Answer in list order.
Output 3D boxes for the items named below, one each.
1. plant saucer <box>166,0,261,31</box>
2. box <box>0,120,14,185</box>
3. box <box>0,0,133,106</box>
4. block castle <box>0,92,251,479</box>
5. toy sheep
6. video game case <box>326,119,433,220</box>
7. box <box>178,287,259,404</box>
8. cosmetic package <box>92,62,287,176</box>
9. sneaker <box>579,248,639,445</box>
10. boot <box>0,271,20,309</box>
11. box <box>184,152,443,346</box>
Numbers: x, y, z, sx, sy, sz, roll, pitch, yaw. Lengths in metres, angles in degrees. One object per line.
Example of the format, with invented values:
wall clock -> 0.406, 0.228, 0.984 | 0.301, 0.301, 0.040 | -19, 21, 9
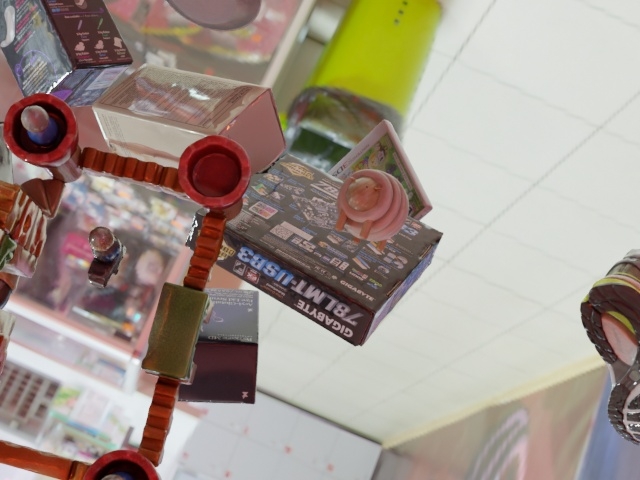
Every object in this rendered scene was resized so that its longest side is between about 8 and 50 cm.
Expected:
plant saucer -> -0.196, -0.426, 1.713 | 0.195, 0.195, 0.037 | 28, 143, -13
box -> -0.561, -0.090, 1.351 | 0.191, 0.143, 0.381 | -2, -171, 1
box -> -0.488, -0.392, 1.836 | 0.165, 0.143, 0.270 | -32, 82, 39
block castle -> -0.275, 0.075, 1.167 | 0.303, 0.453, 0.213 | 15, 168, 1
toy sheep -> 0.061, -0.038, 1.174 | 0.091, 0.091, 0.132 | 15, 172, 21
video game case -> 0.082, -0.072, 1.722 | 0.023, 0.212, 0.193 | 22, 125, -42
box -> -0.174, 0.164, 1.607 | 0.153, 0.108, 0.207 | 3, -159, -6
cosmetic package -> -0.224, -0.194, 1.718 | 0.296, 0.153, 0.129 | 17, 139, 36
sneaker -> 0.410, 0.142, 1.232 | 0.111, 0.121, 0.300 | 7, 131, 39
boot -> -0.579, 0.107, 1.590 | 0.248, 0.207, 0.090 | -16, 130, 43
box -> 0.000, 0.000, 1.494 | 0.295, 0.293, 0.073 | 29, 120, 12
